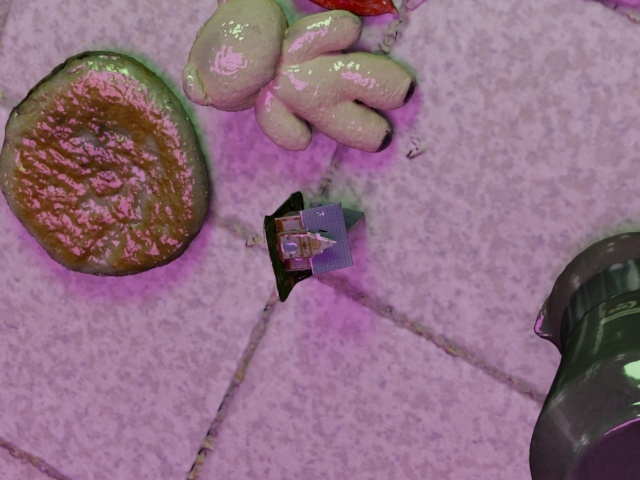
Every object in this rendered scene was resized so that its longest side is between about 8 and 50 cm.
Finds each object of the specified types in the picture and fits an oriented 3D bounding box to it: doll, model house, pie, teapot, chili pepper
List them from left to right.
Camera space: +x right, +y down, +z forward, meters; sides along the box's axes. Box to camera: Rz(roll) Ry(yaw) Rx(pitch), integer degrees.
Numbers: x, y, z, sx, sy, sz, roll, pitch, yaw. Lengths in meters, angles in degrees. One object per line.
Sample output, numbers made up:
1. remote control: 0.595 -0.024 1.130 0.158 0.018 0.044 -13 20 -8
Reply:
1. pie: -0.289 -0.092 2.102 0.323 0.070 0.323 6 113 15
2. doll: -0.026 -0.204 1.953 0.278 0.149 0.175 23 84 -8
3. model house: 0.000 0.000 1.977 0.088 0.167 0.117 -8 101 18
4. chili pepper: 0.007 -0.318 1.925 0.191 0.050 0.059 21 111 -1
5. teapot: 0.421 0.166 1.778 0.376 0.361 0.305 -8 124 9

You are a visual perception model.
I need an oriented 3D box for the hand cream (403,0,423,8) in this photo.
1. hand cream: 0.078 -0.359 1.900 0.057 0.037 0.165 -37 101 26
